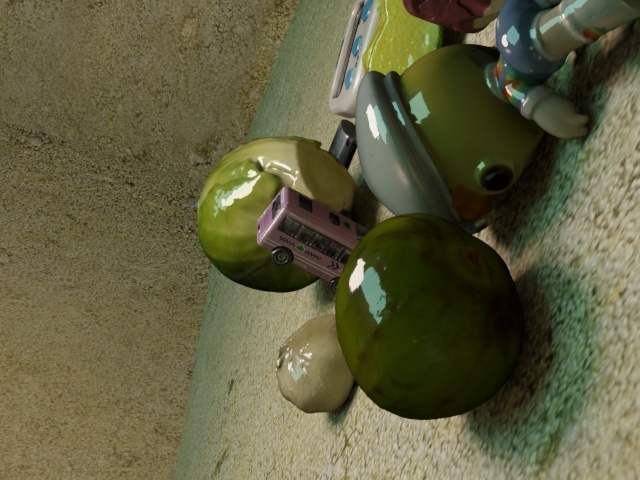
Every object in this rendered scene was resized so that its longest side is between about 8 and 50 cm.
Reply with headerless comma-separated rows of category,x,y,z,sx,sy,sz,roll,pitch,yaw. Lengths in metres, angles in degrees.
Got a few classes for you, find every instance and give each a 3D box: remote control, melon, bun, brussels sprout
remote control,-0.007,-0.075,1.980,0.107,0.044,0.378,-88,19,-65
melon,0.135,-0.347,1.452,0.196,0.124,0.324,-124,42,-75
bun,-0.012,0.196,1.463,0.167,0.113,0.173,-94,26,-59
brussels sprout,-0.075,-0.051,1.685,0.354,0.289,0.281,-37,30,52

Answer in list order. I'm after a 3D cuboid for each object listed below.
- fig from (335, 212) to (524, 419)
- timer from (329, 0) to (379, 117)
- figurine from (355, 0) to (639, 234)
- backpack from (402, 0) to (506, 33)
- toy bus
fig,0.095,0.092,0.928,0.225,0.203,0.203,-53,22,40
timer,0.095,-0.371,1.814,0.237,0.087,0.262,-152,77,-79
figurine,0.171,-0.175,0.973,0.382,0.205,0.225,-54,27,36
backpack,0.213,-0.445,1.129,0.283,0.197,0.317,173,114,-79
toy bus,0.000,0.000,1.496,0.108,0.198,0.096,-55,19,24
